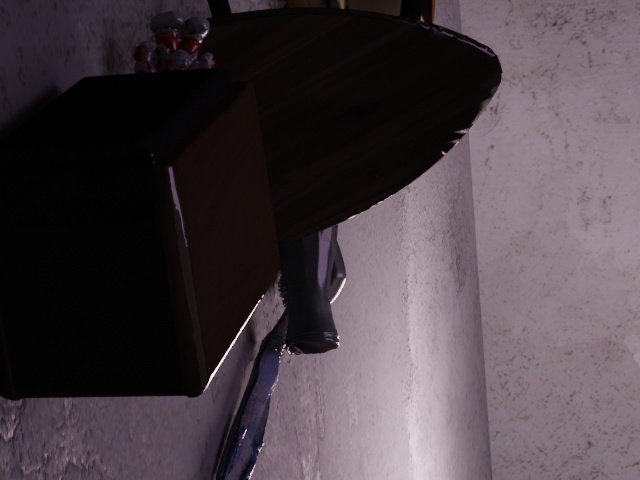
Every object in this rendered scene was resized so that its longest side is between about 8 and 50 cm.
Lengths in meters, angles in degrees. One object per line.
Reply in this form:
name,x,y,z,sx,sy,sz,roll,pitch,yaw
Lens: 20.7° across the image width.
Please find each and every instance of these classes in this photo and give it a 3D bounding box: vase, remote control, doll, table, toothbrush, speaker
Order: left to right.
speaker,-0.134,-0.005,1.245,0.231,0.153,0.192,-59,145,-67
doll,-0.127,-0.098,1.439,0.079,0.094,0.180,-167,-95,-66
toothbrush,-0.057,0.140,1.810,0.035,0.042,0.413,43,31,-16
table,-0.032,-0.211,1.634,0.317,0.317,0.249,70,9,-53
vase,-0.015,0.013,1.853,0.086,0.086,0.214,54,29,-67
remote control,0.000,0.000,1.949,0.050,0.027,0.184,-60,-152,30

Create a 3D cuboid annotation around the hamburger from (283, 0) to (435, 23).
hamburger,0.043,-0.338,2.052,0.302,0.170,0.302,1,90,-80
